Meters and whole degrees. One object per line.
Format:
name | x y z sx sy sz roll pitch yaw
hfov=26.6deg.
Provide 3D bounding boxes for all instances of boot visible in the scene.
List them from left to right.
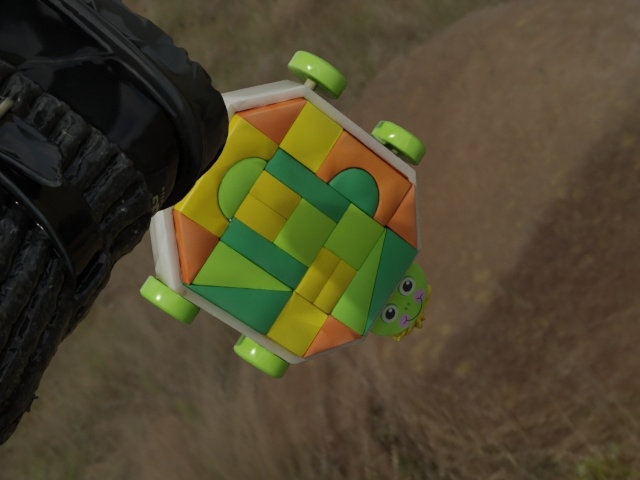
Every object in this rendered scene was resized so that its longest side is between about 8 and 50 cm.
boot | -0.234 -0.072 0.664 0.260 0.348 0.131 -53 -6 -46

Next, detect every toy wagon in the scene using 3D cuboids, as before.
toy wagon | 0.000 0.000 1.280 0.267 0.344 0.068 -57 34 -4
